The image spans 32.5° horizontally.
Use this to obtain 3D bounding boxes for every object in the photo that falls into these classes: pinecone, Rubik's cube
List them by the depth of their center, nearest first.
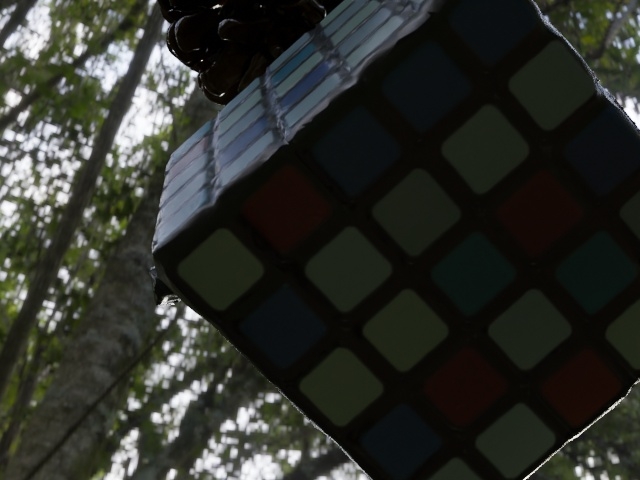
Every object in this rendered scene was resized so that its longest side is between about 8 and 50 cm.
[{"bbox_3d":[0.048,-0.011,0.511,0.184,0.187,0.182,-40,-75,8],"label":"Rubik's cube"},{"bbox_3d":[-0.029,-0.176,0.821,0.208,0.207,0.207,1,-51,1],"label":"pinecone"}]

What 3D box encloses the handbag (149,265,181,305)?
[{"bbox_3d":[0.000,0.000,0.749,0.175,0.270,0.088,-26,-99,13],"label":"handbag"}]
